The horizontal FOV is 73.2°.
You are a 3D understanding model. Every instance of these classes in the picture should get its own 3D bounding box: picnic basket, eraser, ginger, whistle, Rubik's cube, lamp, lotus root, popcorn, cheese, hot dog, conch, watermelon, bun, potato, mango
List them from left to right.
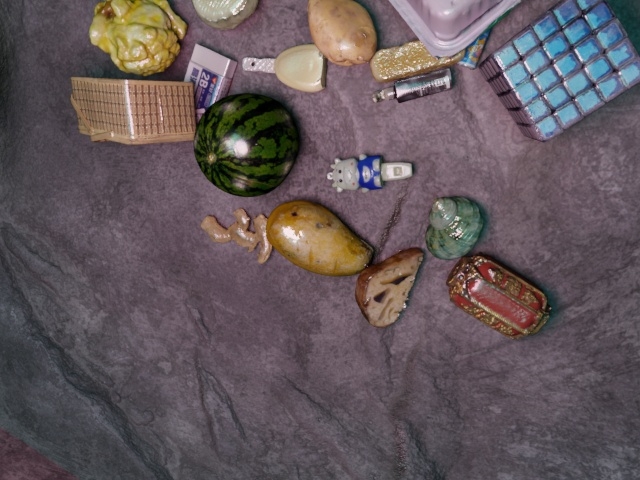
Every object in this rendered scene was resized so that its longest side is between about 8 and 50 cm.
[{"bbox_3d":[-0.531,-0.369,1.231,0.313,0.228,0.175,17,114,33],"label":"picnic basket"},{"bbox_3d":[-0.505,-0.584,1.211,0.255,0.195,0.256,-3,71,-24],"label":"popcorn"},{"bbox_3d":[-0.342,-0.456,1.283,0.124,0.068,0.210,28,110,9],"label":"eraser"},{"bbox_3d":[-0.255,-0.673,1.175,0.195,0.118,0.195,2,100,11],"label":"bun"},{"bbox_3d":[-0.262,-0.038,1.389,0.258,0.065,0.149,24,97,13],"label":"ginger"},{"bbox_3d":[-0.204,-0.262,1.199,0.285,0.285,0.285,4,106,13],"label":"watermelon"},{"bbox_3d":[-0.104,-0.492,1.222,0.251,0.054,0.127,8,104,12],"label":"cheese"},{"bbox_3d":[-0.006,0.003,1.287,0.329,0.175,0.176,33,136,-17],"label":"mango"},{"bbox_3d":[0.049,-0.548,1.127,0.235,0.128,0.161,38,75,8],"label":"potato"},{"bbox_3d":[0.136,-0.191,1.223,0.244,0.092,0.110,-1,101,16],"label":"whistle"},{"bbox_3d":[0.191,0.138,1.280,0.170,0.074,0.261,6,114,-20],"label":"lotus root"},{"bbox_3d":[0.252,-0.477,1.124,0.242,0.073,0.084,-11,99,17],"label":"hot dog"},{"bbox_3d":[0.363,-0.036,1.197,0.176,0.122,0.188,-8,100,41],"label":"conch"},{"bbox_3d":[0.489,0.153,1.196,0.274,0.177,0.177,31,110,2],"label":"lamp"},{"bbox_3d":[0.536,-0.388,0.988,0.237,0.238,0.237,-32,94,21],"label":"Rubik's cube"}]

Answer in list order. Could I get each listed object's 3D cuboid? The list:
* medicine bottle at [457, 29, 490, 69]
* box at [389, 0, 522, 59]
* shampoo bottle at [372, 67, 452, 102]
[{"bbox_3d":[0.403,-0.532,1.082,0.051,0.051,0.191,20,109,8],"label":"medicine bottle"},{"bbox_3d":[0.296,-0.635,1.011,0.264,0.106,0.337,-37,83,14],"label":"box"},{"bbox_3d":[0.242,-0.406,1.151,0.207,0.063,0.057,-10,102,16],"label":"shampoo bottle"}]
